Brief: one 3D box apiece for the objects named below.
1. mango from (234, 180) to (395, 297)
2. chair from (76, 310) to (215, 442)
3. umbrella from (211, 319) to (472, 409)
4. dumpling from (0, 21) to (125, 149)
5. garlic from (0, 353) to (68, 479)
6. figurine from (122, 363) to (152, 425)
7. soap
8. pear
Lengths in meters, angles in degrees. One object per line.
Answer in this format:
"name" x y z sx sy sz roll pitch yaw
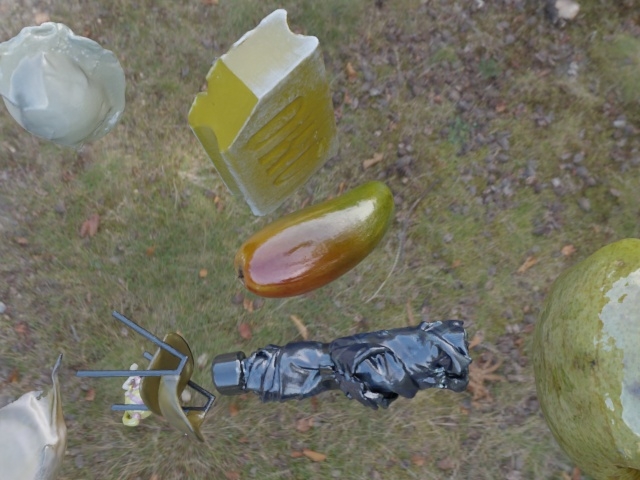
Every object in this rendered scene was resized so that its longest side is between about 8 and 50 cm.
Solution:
"mango" 0.000 0.002 1.194 0.289 0.146 0.129 -28 105 -3
"chair" -0.296 0.263 1.382 0.247 0.158 0.172 9 55 21
"umbrella" 0.015 0.110 0.626 0.224 0.080 0.071 -6 58 11
"dumpling" -0.422 -0.255 1.225 0.193 0.258 0.147 -40 55 -4
"garlic" -0.448 0.316 0.970 0.339 0.151 0.196 -27 108 -8
"figurine" -0.392 0.330 1.589 0.083 0.187 0.083 -6 112 -15
"soap" -0.056 -0.125 0.795 0.140 0.232 0.073 -45 73 -9
"pear" 0.298 0.121 0.680 0.228 0.188 0.211 36 59 -40
